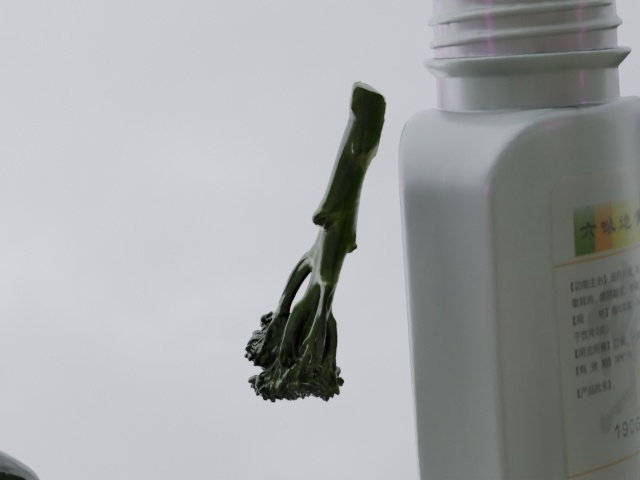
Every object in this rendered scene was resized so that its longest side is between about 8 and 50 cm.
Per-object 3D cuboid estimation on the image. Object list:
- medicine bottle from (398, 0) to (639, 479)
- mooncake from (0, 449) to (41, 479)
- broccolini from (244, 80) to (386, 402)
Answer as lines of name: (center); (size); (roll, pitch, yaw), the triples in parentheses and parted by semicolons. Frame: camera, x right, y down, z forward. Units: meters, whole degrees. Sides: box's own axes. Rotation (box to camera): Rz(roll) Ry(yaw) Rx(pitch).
medicine bottle: (0.125, 0.015, 0.991); (0.124, 0.324, 0.179); (4, 12, 41)
mooncake: (-0.231, 0.208, 1.057); (0.104, 0.175, 0.168); (0, -71, 37)
broccolini: (0.002, 0.000, 1.064); (0.067, 0.058, 0.216); (13, -70, -1)
